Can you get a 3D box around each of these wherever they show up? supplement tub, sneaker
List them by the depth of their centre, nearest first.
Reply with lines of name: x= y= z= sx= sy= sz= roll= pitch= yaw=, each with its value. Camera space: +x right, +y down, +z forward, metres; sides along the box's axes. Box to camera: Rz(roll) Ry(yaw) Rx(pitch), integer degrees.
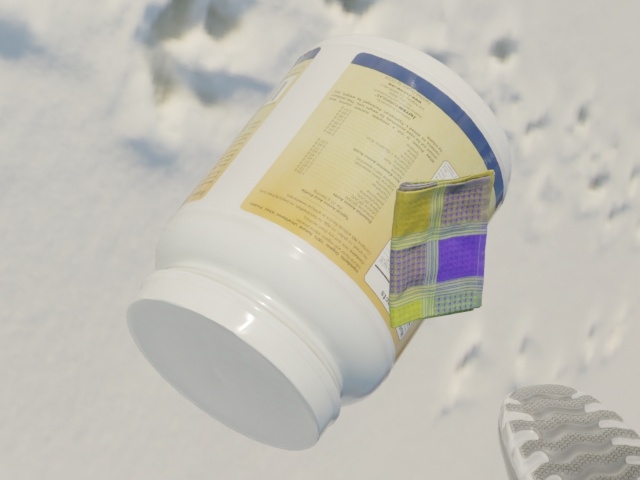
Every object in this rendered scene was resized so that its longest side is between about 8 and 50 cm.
sneaker: x=0.183 y=0.223 z=1.015 sx=0.105 sy=0.281 sz=0.115 roll=-2 pitch=138 yaw=-22
supplement tub: x=0.000 y=0.000 z=1.292 sx=0.316 sy=0.228 sz=0.228 roll=-54 pitch=152 yaw=-27

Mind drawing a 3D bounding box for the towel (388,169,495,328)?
towel: x=0.063 y=0.004 z=0.778 sx=0.060 sy=0.009 sz=0.083 roll=-8 pitch=116 yaw=-27
